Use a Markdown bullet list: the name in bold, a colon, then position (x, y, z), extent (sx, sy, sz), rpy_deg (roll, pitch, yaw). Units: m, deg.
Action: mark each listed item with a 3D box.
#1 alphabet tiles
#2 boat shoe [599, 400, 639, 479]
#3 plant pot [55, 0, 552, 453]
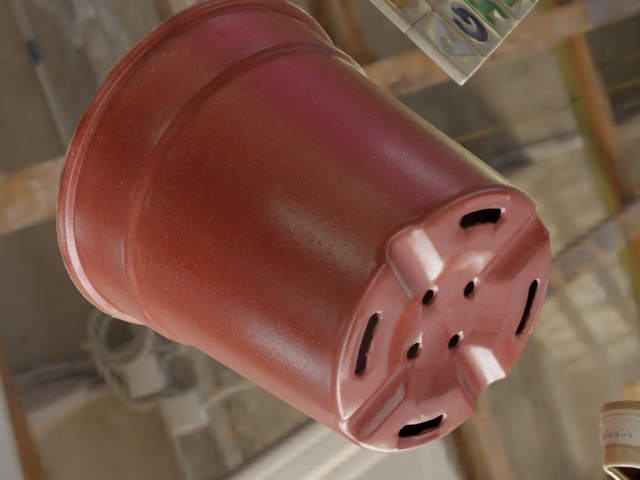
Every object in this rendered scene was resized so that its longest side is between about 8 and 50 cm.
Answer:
- **alphabet tiles**: position (0.020, -0.198, 0.959), extent (0.237, 0.009, 0.198), rpy_deg (43, -150, -1)
- **boat shoe**: position (0.253, 0.180, 1.248), extent (0.170, 0.063, 0.059), rpy_deg (40, -127, -34)
- **plant pot**: position (0.000, 0.000, 1.197), extent (0.272, 0.265, 0.272), rpy_deg (-26, -47, -32)
